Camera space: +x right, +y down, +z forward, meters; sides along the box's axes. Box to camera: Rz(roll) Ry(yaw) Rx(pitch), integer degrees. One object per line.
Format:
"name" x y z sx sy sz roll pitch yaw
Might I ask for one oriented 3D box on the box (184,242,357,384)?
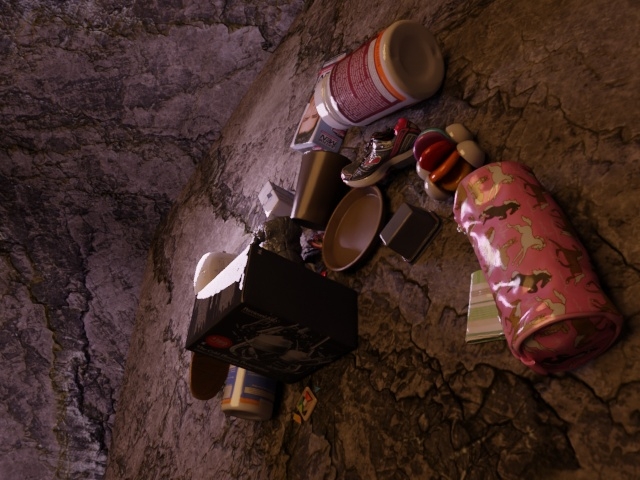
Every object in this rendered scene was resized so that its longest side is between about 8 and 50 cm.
"box" -0.129 0.211 1.420 0.312 0.343 0.179 -41 34 40

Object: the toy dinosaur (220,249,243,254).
"toy dinosaur" -0.308 0.145 2.045 0.200 0.127 0.296 2 75 54

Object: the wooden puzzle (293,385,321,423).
"wooden puzzle" -0.039 0.439 1.432 0.078 0.014 0.116 18 84 63

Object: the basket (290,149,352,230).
"basket" -0.008 -0.157 1.730 0.204 0.154 0.227 -2 70 58

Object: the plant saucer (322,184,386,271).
"plant saucer" 0.100 -0.034 1.549 0.278 0.041 0.278 -42 34 38

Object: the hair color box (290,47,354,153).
"hair color box" 0.037 -0.497 1.962 0.185 0.113 0.375 7 75 62

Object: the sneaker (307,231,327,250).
"sneaker" 0.000 0.000 1.700 0.057 0.047 0.119 -55 28 -6

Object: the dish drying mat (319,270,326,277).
"dish drying mat" -0.007 0.118 1.647 0.083 0.008 0.032 -25 47 51

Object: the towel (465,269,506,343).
"towel" 0.328 0.120 1.034 0.113 0.023 0.152 -24 47 51

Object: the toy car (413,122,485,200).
"toy car" 0.282 -0.198 1.255 0.159 0.136 0.182 -49 31 29

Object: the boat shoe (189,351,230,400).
"boat shoe" -0.350 0.346 1.686 0.123 0.123 0.342 125 151 -50

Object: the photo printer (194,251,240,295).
"photo printer" -0.252 0.151 1.725 0.256 0.307 0.107 -108 32 -52

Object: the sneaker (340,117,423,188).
"sneaker" 0.166 -0.246 1.494 0.299 0.112 0.121 -26 32 43

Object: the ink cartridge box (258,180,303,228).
"ink cartridge box" -0.134 -0.122 1.926 0.082 0.139 0.191 -56 29 13

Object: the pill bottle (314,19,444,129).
"pill bottle" 0.160 -0.477 1.607 0.392 0.224 0.224 -10 59 57

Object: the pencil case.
"pencil case" 0.354 0.032 0.918 0.386 0.160 0.167 -98 13 -46

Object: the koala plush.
"koala plush" -0.116 0.060 1.657 0.221 0.196 0.203 -110 29 -42

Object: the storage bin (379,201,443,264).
"storage bin" 0.211 -0.027 1.291 0.135 0.091 0.098 -54 29 18

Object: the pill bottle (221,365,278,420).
"pill bottle" -0.198 0.389 1.605 0.152 0.152 0.272 -29 43 49
